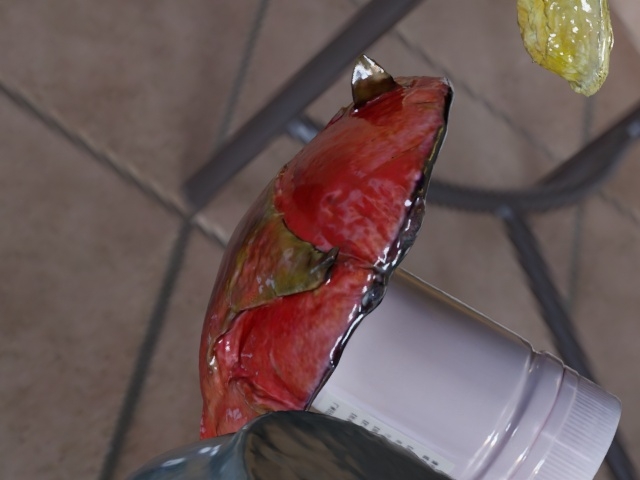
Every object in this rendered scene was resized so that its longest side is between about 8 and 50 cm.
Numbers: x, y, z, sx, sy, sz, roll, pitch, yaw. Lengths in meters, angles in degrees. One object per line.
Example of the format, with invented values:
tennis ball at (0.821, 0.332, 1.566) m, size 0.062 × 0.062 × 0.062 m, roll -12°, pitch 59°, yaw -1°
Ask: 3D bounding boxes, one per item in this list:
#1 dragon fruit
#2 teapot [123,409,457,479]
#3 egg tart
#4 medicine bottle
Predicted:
dragon fruit at (0.000, 0.000, 1.344) m, size 0.100 × 0.282 × 0.343 m, roll 30°, pitch 66°, yaw -8°
teapot at (-0.033, 0.288, 1.037) m, size 0.305 × 0.361 × 0.376 m, roll 36°, pitch 17°, yaw 0°
egg tart at (0.181, -0.171, 1.502) m, size 0.049 × 0.129 × 0.128 m, roll -9°, pitch 62°, yaw -10°
medicine bottle at (0.098, 0.114, 1.554) m, size 0.250 × 0.133 × 0.133 m, roll 29°, pitch 40°, yaw -1°
